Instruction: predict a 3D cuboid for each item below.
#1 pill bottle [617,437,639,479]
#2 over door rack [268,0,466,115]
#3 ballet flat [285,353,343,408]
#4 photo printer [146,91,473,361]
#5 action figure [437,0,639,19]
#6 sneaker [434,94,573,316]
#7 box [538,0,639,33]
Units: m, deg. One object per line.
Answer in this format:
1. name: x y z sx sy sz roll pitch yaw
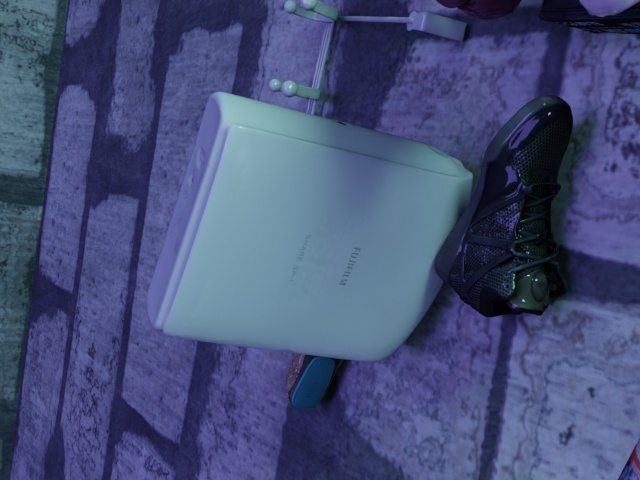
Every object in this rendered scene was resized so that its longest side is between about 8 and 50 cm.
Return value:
1. pill bottle: 0.258 0.249 0.675 0.108 0.108 0.194 43 120 50
2. over door rack: 0.020 -0.177 1.098 0.324 0.108 0.240 27 108 54
3. ballet flat: 0.007 0.123 1.109 0.206 0.073 0.067 -58 27 28
4. photo printer: 0.000 0.000 0.917 0.256 0.307 0.107 -68 27 22
5. action figure: 0.177 -0.275 0.727 0.276 0.248 0.370 53 170 7
6. sneaker: 0.198 -0.017 0.831 0.130 0.087 0.228 53 131 43
7. box: 0.298 -0.308 0.669 0.293 0.073 0.296 -137 60 -69
